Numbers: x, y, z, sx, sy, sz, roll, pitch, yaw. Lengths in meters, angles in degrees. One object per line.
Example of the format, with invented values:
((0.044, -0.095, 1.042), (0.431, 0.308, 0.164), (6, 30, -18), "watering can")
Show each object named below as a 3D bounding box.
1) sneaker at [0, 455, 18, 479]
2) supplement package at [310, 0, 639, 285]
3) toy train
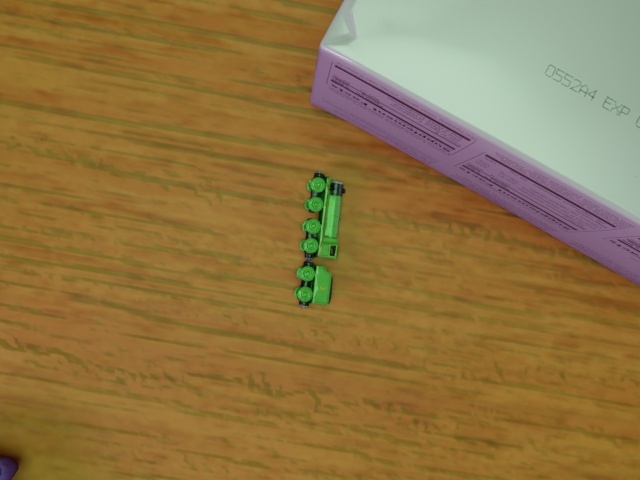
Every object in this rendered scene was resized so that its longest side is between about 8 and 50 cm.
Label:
((-0.194, 0.206, 0.433), (0.071, 0.068, 0.170), (-3, 89, -9), "sneaker")
((0.156, -0.112, 0.414), (0.261, 0.145, 0.204), (28, 88, -3), "supplement package")
((0.000, 0.000, 0.469), (0.023, 0.017, 0.083), (8, 89, -12), "toy train")
